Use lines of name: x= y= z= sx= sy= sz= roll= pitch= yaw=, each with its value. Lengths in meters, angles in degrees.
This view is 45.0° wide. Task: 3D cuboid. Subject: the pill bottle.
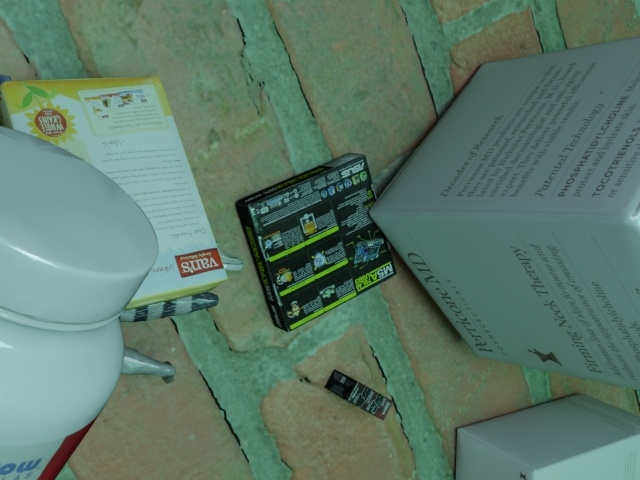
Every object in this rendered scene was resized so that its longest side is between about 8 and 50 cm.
pill bottle: x=-0.300 y=0.123 z=0.597 sx=0.229 sy=0.229 sz=0.407 roll=24 pitch=112 yaw=-32

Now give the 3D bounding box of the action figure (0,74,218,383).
action figure: x=-0.283 y=0.010 z=0.791 sx=0.330 sy=0.179 sz=0.341 roll=5 pitch=97 yaw=-41

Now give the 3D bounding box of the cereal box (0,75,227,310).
cereal box: x=-0.209 y=-0.048 z=0.777 sx=0.173 sy=0.047 sz=0.240 roll=-11 pitch=77 yaw=-39

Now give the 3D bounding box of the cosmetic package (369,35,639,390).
cosmetic package: x=0.358 y=-0.035 z=1.016 sx=0.329 sy=0.394 sz=0.327 roll=51 pitch=64 yaw=-27

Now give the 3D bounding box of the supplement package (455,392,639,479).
supplement package: x=0.383 y=0.381 z=1.251 sx=0.293 sy=0.175 sz=0.177 roll=-6 pitch=103 yaw=-30

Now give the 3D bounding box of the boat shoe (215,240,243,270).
boat shoe: x=-0.139 y=0.013 z=0.957 sx=0.100 sy=0.035 sz=0.035 roll=14 pitch=94 yaw=-26

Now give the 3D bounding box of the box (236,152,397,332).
box: x=0.000 y=0.000 z=1.033 sx=0.191 sy=0.045 sz=0.184 roll=-27 pitch=113 yaw=-26

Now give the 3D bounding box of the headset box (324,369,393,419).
headset box: x=0.057 y=0.220 z=1.093 sx=0.083 sy=0.062 sz=0.032 roll=35 pitch=80 yaw=-31
